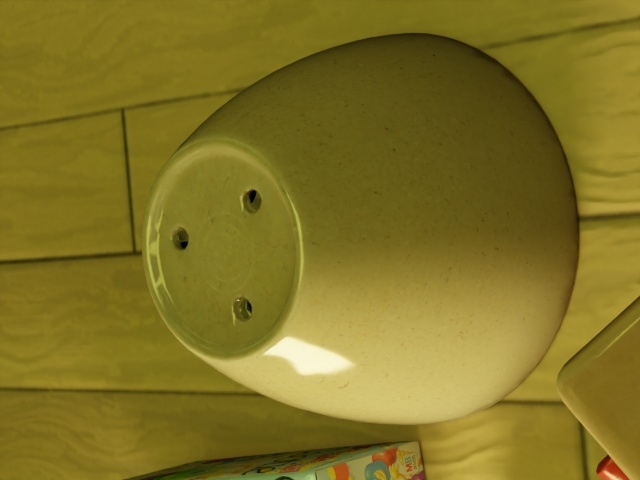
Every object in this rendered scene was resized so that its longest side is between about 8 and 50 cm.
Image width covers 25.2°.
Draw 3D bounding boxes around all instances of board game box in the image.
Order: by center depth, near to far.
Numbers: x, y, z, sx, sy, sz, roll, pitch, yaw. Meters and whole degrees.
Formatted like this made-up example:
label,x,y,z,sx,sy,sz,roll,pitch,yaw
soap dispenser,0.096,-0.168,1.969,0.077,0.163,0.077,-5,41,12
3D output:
label,x,y,z,sx,sy,sz,roll,pitch,yaw
board game box,-0.049,0.265,1.257,0.275,0.142,0.144,-12,86,40

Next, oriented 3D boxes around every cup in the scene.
label,x,y,z,sx,sy,sz,roll,pitch,yaw
cup,0.000,0.000,1.129,0.331,0.237,0.331,5,98,40

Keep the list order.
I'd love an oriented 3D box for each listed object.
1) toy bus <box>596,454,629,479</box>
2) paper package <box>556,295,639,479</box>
label,x,y,z,sx,sy,sz,roll,pitch,yaw
toy bus,0.292,0.112,0.977,0.190,0.104,0.202,12,134,26
paper package,0.345,0.087,0.739,0.325,0.168,0.309,49,120,10
